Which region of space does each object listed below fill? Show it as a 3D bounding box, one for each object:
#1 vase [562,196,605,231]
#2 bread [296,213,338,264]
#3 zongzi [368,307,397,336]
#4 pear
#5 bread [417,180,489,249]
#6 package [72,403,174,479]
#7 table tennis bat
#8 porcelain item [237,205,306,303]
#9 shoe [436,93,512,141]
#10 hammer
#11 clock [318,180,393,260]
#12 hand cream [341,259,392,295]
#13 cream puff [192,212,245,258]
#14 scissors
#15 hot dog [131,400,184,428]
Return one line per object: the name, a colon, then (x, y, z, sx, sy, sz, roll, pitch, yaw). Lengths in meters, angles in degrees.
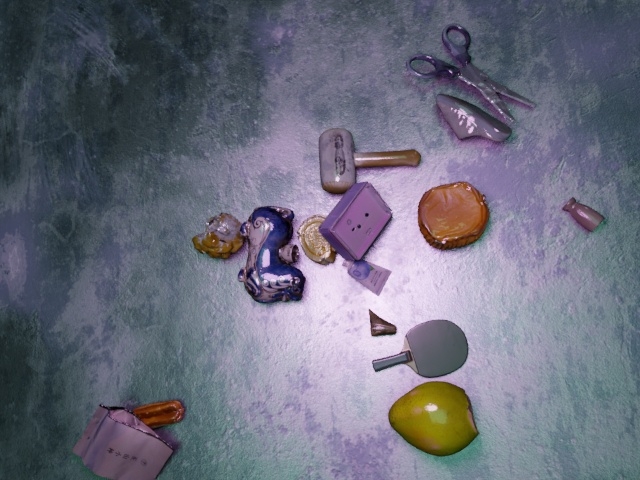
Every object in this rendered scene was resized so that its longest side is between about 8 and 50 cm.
vase: (0.727, -0.074, 1.333, 0.053, 0.053, 0.100, -46, 70, -1)
bread: (0.000, 0.000, 1.439, 0.117, 0.064, 0.156, -23, 77, 9)
zongzi: (0.179, 0.232, 1.379, 0.076, 0.040, 0.083, -5, 60, 2)
pear: (0.288, 0.461, 1.244, 0.219, 0.187, 0.188, -20, 76, 19)
bread: (0.373, -0.065, 1.368, 0.199, 0.104, 0.199, -2, 74, 8)
package: (-0.573, 0.605, 1.399, 0.250, 0.062, 0.204, 33, 103, -2)
table tennis bat: (0.278, 0.315, 1.350, 0.274, 0.021, 0.154, -17, 76, 4)
porcelain item: (-0.135, 0.041, 1.410, 0.186, 0.138, 0.288, 2, 82, 16)
shoe: (0.438, -0.346, 1.422, 0.251, 0.103, 0.100, 39, 123, 25)
hammer: (0.148, -0.246, 1.447, 0.305, 0.113, 0.202, -4, 81, 4)
clock: (0.101, -0.055, 1.368, 0.145, 0.073, 0.193, 48, 67, -25)
hand cream: (0.129, 0.093, 1.408, 0.142, 0.053, 0.084, 29, 84, 4)
cream puff: (-0.311, -0.006, 1.473, 0.156, 0.156, 0.121, -49, 118, -2)
scissors: (0.470, -0.495, 1.451, 0.383, 0.029, 0.256, 41, 72, 13)
hot dog: (-0.485, 0.519, 1.427, 0.165, 0.045, 0.071, -14, 75, 7)
